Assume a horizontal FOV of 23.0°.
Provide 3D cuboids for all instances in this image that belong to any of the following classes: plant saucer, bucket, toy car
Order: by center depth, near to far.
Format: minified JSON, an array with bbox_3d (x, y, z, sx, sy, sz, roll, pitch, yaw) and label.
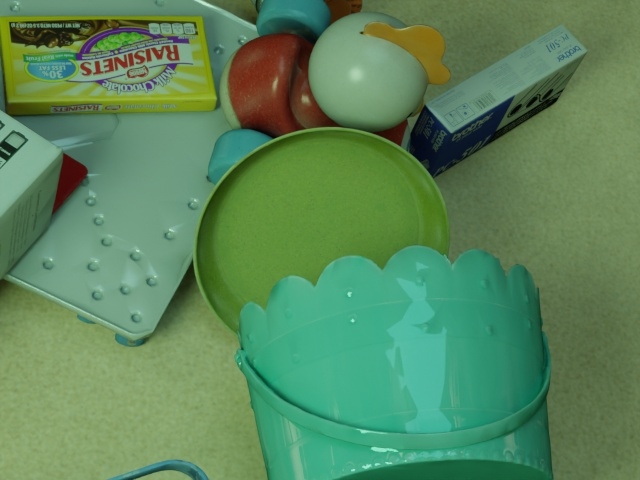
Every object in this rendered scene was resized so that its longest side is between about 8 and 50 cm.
[{"bbox_3d":[0.070,0.141,1.362,0.281,0.281,0.183,0,64,-16],"label":"bucket"},{"bbox_3d":[0.000,0.000,1.469,0.241,0.241,0.037,7,25,-12],"label":"plant saucer"},{"bbox_3d":[0.043,-0.139,1.503,0.210,0.238,0.219,34,57,-28],"label":"toy car"}]

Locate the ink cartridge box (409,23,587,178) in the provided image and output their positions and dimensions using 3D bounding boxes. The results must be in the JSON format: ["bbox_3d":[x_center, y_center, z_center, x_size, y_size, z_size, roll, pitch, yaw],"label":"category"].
[{"bbox_3d":[0.183,-0.145,1.659,0.207,0.097,0.046,-31,72,-28],"label":"ink cartridge box"}]

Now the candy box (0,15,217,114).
[{"bbox_3d":[-0.210,-0.174,1.548,0.206,0.027,0.105,-3,64,-17],"label":"candy box"}]

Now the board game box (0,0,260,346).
[{"bbox_3d":[-0.267,-0.126,1.550,0.390,0.050,0.390,25,57,1],"label":"board game box"}]

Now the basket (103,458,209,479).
[{"bbox_3d":[-0.176,0.328,1.206,0.255,0.201,0.289,-9,75,-22],"label":"basket"}]

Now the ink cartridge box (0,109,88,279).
[{"bbox_3d":[-0.395,-0.086,1.384,0.309,0.130,0.272,32,56,6],"label":"ink cartridge box"}]

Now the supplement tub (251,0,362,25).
[{"bbox_3d":[-0.037,-0.308,1.683,0.117,0.117,0.190,-19,67,-25],"label":"supplement tub"}]
